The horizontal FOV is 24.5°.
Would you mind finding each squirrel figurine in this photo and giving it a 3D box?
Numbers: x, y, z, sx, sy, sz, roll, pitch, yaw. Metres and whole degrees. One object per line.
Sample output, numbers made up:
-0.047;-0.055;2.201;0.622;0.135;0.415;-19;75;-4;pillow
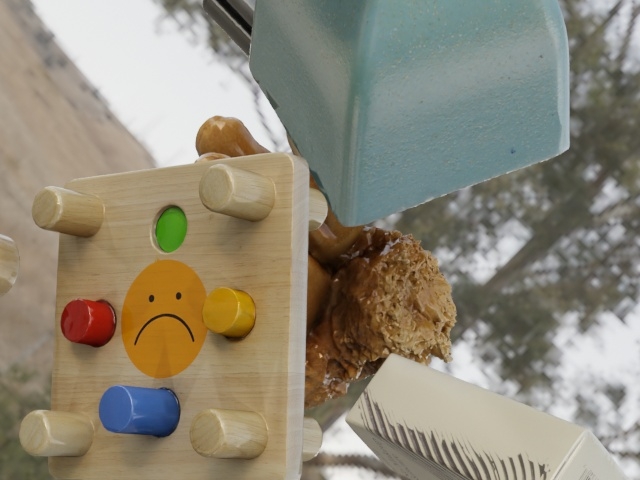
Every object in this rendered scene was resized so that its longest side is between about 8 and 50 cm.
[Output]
0.000;0.000;1.796;0.397;0.370;0.281;48;8;-15;squirrel figurine

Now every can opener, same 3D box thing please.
-0.091;-0.302;1.784;0.283;0.095;0.076;50;-39;43;can opener

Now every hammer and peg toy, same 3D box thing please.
-0.159;0.076;1.206;0.361;0.266;0.127;-6;-11;36;hammer and peg toy

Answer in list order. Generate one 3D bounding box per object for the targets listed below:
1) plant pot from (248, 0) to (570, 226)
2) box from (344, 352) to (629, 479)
0.083;-0.213;1.375;0.252;0.247;0.247;89;-23;-51;plant pot
0.160;0.208;1.460;0.275;0.094;0.113;16;-26;50;box
